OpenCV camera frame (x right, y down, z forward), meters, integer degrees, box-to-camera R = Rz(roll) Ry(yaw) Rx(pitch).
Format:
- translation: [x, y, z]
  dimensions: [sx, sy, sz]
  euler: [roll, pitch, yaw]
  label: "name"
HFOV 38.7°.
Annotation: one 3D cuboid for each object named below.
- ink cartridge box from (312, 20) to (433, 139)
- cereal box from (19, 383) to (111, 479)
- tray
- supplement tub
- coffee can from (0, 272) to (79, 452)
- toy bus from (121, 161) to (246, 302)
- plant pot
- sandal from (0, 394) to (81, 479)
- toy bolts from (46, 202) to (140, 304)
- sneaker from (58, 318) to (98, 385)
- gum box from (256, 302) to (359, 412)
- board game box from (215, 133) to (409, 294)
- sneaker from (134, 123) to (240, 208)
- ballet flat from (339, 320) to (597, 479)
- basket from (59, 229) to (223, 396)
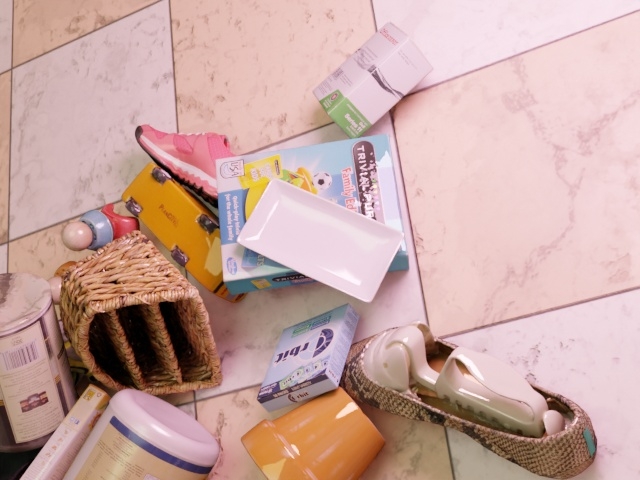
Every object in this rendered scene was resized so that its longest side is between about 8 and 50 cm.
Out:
- translation: [0.099, -0.310, 1.762]
  dimensions: [0.208, 0.087, 0.153]
  euler: [-42, 26, 10]
  label: "ink cartridge box"
- translation: [-0.472, 0.410, 1.745]
  dimensions: [0.047, 0.173, 0.240]
  euler: [27, 65, 19]
  label: "cereal box"
- translation: [0.000, 0.000, 1.621]
  dimensions: [0.270, 0.030, 0.145]
  euler: [24, 74, 15]
  label: "tray"
- translation: [-0.354, 0.458, 1.671]
  dimensions: [0.228, 0.228, 0.316]
  euler: [30, 88, 33]
  label: "supplement tub"
- translation: [-0.578, 0.227, 1.716]
  dimensions: [0.202, 0.275, 0.201]
  euler: [-3, 29, 2]
  label: "coffee can"
- translation: [-0.264, -0.022, 1.858]
  dimensions: [0.108, 0.130, 0.333]
  euler: [-51, 57, 4]
  label: "toy bus"
- translation: [0.000, 0.356, 1.550]
  dimensions: [0.188, 0.205, 0.205]
  euler: [-39, 57, -8]
  label: "plant pot"
- translation: [-0.619, 0.441, 1.722]
  dimensions: [0.168, 0.107, 0.445]
  euler: [21, 51, 16]
  label: "sandal"
- translation: [-0.453, 0.054, 1.867]
  dimensions: [0.218, 0.158, 0.228]
  euler: [22, 113, 27]
  label: "toy bolts"
- translation: [-0.601, 0.267, 1.931]
  dimensions: [0.385, 0.145, 0.147]
  euler: [-21, 81, 29]
  label: "sneaker"
- translation: [-0.020, 0.207, 1.623]
  dimensions: [0.157, 0.041, 0.184]
  euler: [-25, 25, 30]
  label: "gum box"
- translation: [-0.019, -0.051, 1.704]
  dimensions: [0.336, 0.079, 0.253]
  euler: [-9, 67, 4]
  label: "board game box"
- translation: [-0.261, -0.180, 1.946]
  dimensions: [0.314, 0.116, 0.136]
  euler: [34, 79, 27]
  label: "sneaker"
- translation: [0.215, 0.225, 1.476]
  dimensions: [0.483, 0.182, 0.164]
  euler: [19, 57, 33]
  label: "ballet flat"
- translation: [-0.342, 0.176, 1.703]
  dimensions: [0.214, 0.299, 0.223]
  euler: [-33, 53, -24]
  label: "basket"
